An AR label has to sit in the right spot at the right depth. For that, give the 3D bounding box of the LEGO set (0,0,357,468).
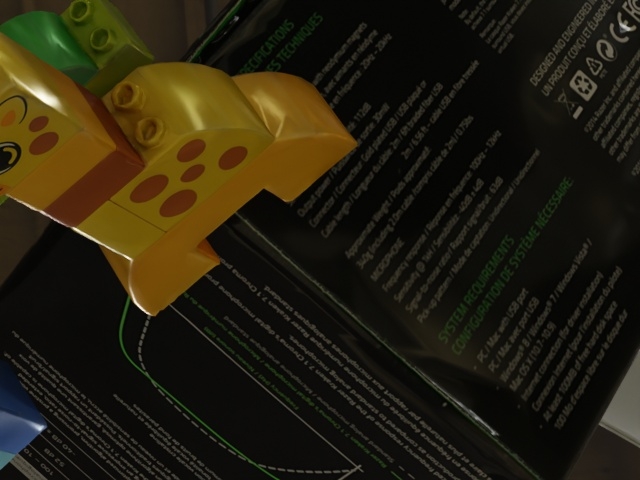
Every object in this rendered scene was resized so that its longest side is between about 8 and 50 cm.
[{"bbox_3d":[-0.074,-0.015,0.350,0.227,0.093,0.087,-42,-118,8],"label":"LEGO set"}]

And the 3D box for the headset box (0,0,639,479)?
[{"bbox_3d":[0.000,0.000,0.571,0.131,0.283,0.246,41,-127,-4],"label":"headset box"}]

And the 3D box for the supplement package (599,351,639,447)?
[{"bbox_3d":[0.136,-0.045,0.835,0.262,0.204,0.145,29,-135,33],"label":"supplement package"}]
